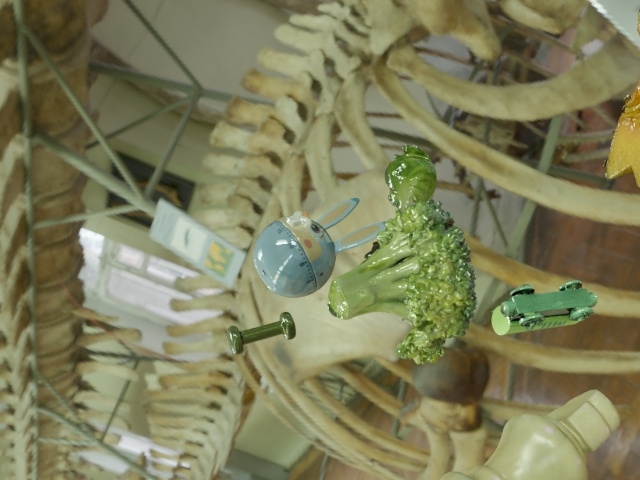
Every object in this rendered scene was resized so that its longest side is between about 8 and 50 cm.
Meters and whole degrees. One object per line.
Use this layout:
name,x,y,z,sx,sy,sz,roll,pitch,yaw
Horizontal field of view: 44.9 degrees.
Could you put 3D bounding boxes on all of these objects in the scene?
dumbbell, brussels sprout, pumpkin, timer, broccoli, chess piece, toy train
dumbbell,-0.101,0.160,1.338,0.046,0.118,0.052,-129,30,-54
brussels sprout,0.236,-0.152,2.030,0.100,0.139,0.180,42,-133,-49
pumpkin,0.469,-0.194,1.003,0.149,0.131,0.253,-40,-40,-34
timer,-0.015,-0.004,1.484,0.255,0.175,0.175,-46,7,-1
broccoli,0.126,0.073,1.280,0.247,0.244,0.262,31,132,59
chess piece,0.153,0.278,0.778,0.397,0.117,0.117,-35,-6,-20
toy train,0.534,0.170,1.867,0.157,0.254,0.105,116,143,-58
